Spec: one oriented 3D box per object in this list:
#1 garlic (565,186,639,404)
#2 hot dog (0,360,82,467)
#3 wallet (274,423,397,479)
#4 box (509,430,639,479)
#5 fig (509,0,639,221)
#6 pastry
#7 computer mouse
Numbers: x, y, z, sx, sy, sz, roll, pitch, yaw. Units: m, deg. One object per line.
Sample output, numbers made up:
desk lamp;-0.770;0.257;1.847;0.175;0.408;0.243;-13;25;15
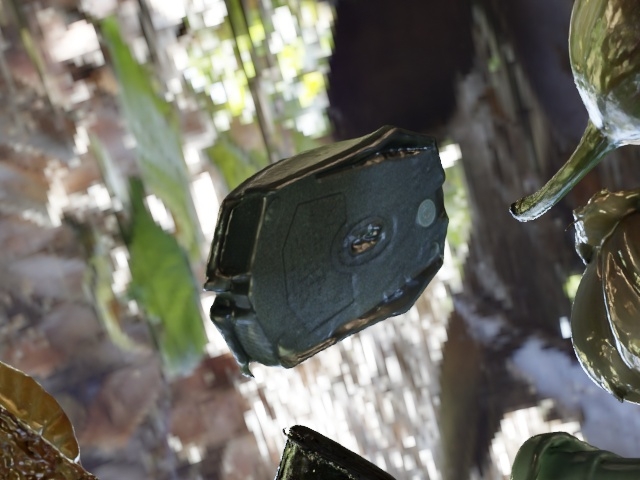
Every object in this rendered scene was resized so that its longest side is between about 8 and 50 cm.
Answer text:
garlic;0.226;0.054;0.975;0.131;0.127;0.194;-24;-126;-25
hot dog;-0.428;0.253;1.739;0.367;0.365;0.196;27;-166;-14
wallet;-0.003;0.305;1.227;0.045;0.318;0.172;2;-163;-46
box;0.215;0.266;0.987;0.182;0.175;0.312;-8;-113;37
fig;0.204;-0.097;1.208;0.245;0.149;0.149;-55;-165;23
pastry;-0.217;0.140;1.158;0.063;0.169;0.087;-55;-151;-12
computer mouse;-0.002;-0.003;1.107;0.071;0.126;0.231;14;-151;39
